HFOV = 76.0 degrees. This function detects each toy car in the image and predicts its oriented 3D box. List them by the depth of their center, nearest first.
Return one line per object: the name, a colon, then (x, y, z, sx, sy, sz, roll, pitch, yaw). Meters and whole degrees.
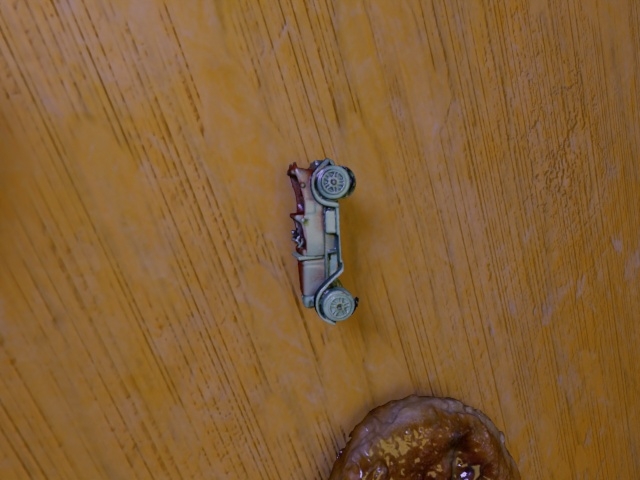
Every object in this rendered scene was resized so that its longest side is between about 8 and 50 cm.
toy car: (0.000, 0.000, 0.370, 0.053, 0.073, 0.144, -3, 98, -12)

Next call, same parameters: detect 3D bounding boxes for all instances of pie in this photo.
pie: (0.107, 0.320, 0.452, 0.314, 0.092, 0.316, -3, 97, -26)
